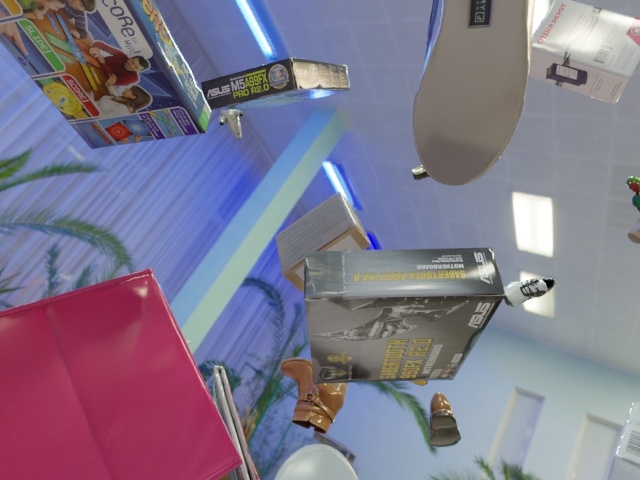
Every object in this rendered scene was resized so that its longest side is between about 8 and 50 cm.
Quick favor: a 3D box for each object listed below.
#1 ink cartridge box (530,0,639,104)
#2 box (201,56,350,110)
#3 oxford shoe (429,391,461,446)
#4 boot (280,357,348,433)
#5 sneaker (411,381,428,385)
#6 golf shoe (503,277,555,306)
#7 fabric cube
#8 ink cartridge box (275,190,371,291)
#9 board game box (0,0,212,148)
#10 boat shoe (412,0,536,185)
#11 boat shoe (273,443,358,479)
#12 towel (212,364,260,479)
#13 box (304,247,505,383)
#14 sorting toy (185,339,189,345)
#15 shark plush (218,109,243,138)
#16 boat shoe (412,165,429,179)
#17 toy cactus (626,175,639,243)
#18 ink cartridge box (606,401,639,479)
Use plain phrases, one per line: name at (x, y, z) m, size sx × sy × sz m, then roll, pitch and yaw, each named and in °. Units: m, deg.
ink cartridge box at (0.636, -0.458, 1.119) m, size 0.237 × 0.172 × 0.100 m, roll 29°, pitch -13°, yaw 22°
box at (-0.086, -0.332, 1.003) m, size 0.216 × 0.270 × 0.060 m, roll -4°, pitch -76°, yaw 29°
oxford shoe at (0.300, 0.443, 1.139) m, size 0.075 × 0.076 × 0.212 m, roll -6°, pitch -48°, yaw 6°
boot at (-0.038, 0.374, 1.135) m, size 0.196 × 0.152 × 0.073 m, roll 7°, pitch -45°, yaw 26°
sneaker at (0.277, 0.401, 1.526) m, size 0.225 × 0.093 × 0.088 m, roll 20°, pitch 14°, yaw -29°
golf shoe at (0.660, 0.152, 1.479) m, size 0.094 × 0.198 × 0.077 m, roll -47°, pitch -119°, yaw 55°
fabric cube at (-0.291, 0.230, 0.549) m, size 0.258 × 0.258 × 0.254 m, roll 59°, pitch -41°, yaw 15°
ink cartridge box at (0.000, 0.000, 1.262) m, size 0.088 × 0.234 × 0.193 m, roll 48°, pitch 14°, yaw -34°
board game box at (-0.200, -0.171, 0.411) m, size 0.136 × 0.035 × 0.201 m, roll -4°, pitch -36°, yaw 12°
boat shoe at (0.195, -0.246, 0.555) m, size 0.127 × 0.158 × 0.341 m, roll 14°, pitch -62°, yaw 20°
boat shoe at (-0.014, 0.291, 0.337) m, size 0.095 × 0.258 × 0.084 m, roll 12°, pitch -33°, yaw -14°
towel at (-0.167, 0.405, 0.915) m, size 0.329 × 0.037 × 0.237 m, roll 107°, pitch -37°, yaw -53°
box at (0.077, 0.094, 0.518) m, size 0.182 × 0.056 × 0.231 m, roll -2°, pitch -36°, yaw 0°
sorting toy at (-0.523, 0.341, 1.427) m, size 0.192 × 0.038 × 0.208 m, roll -4°, pitch -18°, yaw -36°
shark plush at (-0.276, -0.373, 1.376) m, size 0.161 × 0.073 × 0.067 m, roll 53°, pitch -3°, yaw 28°
boat shoe at (0.414, -0.266, 1.764) m, size 0.132 × 0.049 × 0.042 m, roll -16°, pitch -44°, yaw 6°
toy cactus at (0.791, -0.064, 1.070) m, size 0.219 × 0.180 × 0.112 m, roll 47°, pitch -5°, yaw 21°
ink cartridge box at (0.498, 0.496, 0.775) m, size 0.091 × 0.386 × 0.308 m, roll 19°, pitch 10°, yaw 36°
